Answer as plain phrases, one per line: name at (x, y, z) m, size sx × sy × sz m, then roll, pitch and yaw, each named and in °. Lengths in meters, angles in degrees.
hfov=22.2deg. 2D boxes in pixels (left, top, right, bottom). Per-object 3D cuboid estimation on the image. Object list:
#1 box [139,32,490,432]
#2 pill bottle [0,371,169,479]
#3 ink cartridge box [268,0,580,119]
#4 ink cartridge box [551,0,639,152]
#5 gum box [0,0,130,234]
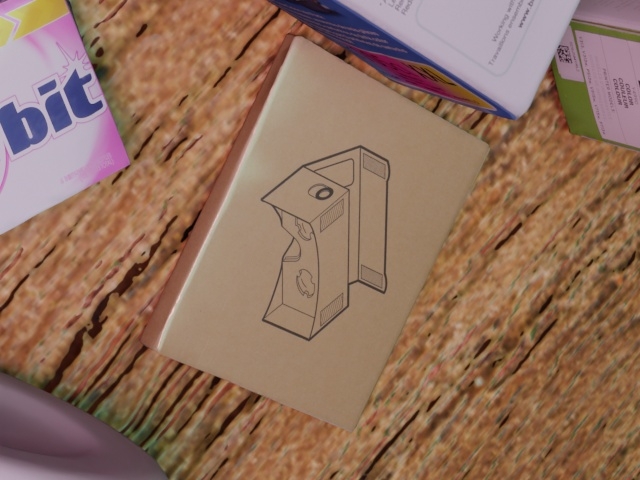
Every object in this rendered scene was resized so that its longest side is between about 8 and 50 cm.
box at (0.000, 0.000, 0.983) m, size 0.164 × 0.021 × 0.201 m, roll 26°, pitch 90°, yaw -36°
pill bottle at (-0.242, 0.262, 0.772) m, size 0.229 × 0.229 × 0.407 m, roll 20°, pitch 93°, yaw -36°
ink cartridge box at (-0.010, -0.271, 0.814) m, size 0.395 × 0.151 × 0.270 m, roll 27°, pitch 87°, yaw -38°
ink cartridge box at (0.290, -0.121, 0.994) m, size 0.189 × 0.255 × 0.097 m, roll -30°, pitch 119°, yaw -23°
gum box at (-0.194, -0.052, 0.811) m, size 0.188 × 0.062 × 0.107 m, roll -31°, pitch 119°, yaw -23°
